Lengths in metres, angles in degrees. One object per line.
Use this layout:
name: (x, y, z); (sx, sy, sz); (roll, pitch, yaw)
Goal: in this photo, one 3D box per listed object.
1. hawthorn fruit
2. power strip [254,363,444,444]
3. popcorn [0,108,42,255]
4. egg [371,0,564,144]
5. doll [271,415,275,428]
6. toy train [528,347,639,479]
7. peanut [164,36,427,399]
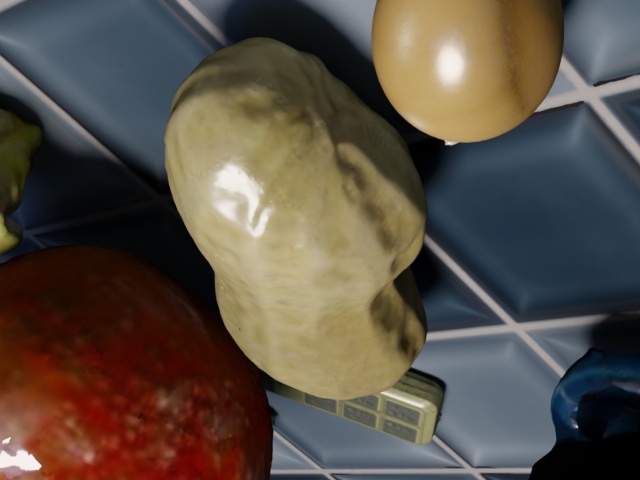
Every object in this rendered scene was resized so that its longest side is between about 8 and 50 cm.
hawthorn fruit: (-0.162, 0.141, 0.879); (0.284, 0.284, 0.284); (19, 151, 11)
power strip: (0.002, 0.096, 0.972); (0.169, 0.028, 0.076); (19, 152, 11)
popcorn: (-0.239, -0.030, 0.834); (0.126, 0.145, 0.126); (26, 146, -18)
egg: (0.060, -0.087, 0.566); (0.080, 0.080, 0.096); (17, 154, 15)
doll: (-0.111, 0.119, 1.067); (0.159, 0.059, 0.158); (-4, 140, 44)
toy train: (0.243, 0.180, 0.718); (0.300, 0.188, 0.265); (-23, 118, 44)
peanut: (0.000, 0.000, 0.741); (0.125, 0.111, 0.274); (0, 149, 12)
